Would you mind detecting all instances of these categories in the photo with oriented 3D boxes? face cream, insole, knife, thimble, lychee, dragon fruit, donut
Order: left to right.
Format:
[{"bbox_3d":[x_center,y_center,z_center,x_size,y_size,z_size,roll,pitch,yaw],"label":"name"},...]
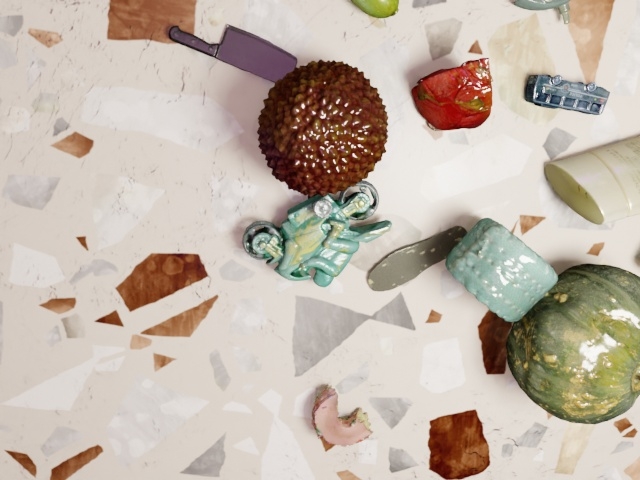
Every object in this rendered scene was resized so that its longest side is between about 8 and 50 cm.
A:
[{"bbox_3d":[-0.166,-0.373,0.925,0.245,0.019,0.072,18,99,-12],"label":"knife"},{"bbox_3d":[-0.004,-0.198,0.857,0.271,0.271,0.271,-1,105,-5],"label":"lychee"},{"bbox_3d":[0.037,0.421,1.127,0.117,0.065,0.166,-39,103,4],"label":"donut"},{"bbox_3d":[0.217,0.040,1.069,0.248,0.011,0.081,-27,108,1],"label":"insole"},{"bbox_3d":[0.263,-0.270,0.922,0.121,0.161,0.127,-23,95,-1],"label":"dragon fruit"},{"bbox_3d":[0.362,0.056,0.984,0.143,0.198,0.235,-49,137,10],"label":"thimble"},{"bbox_3d":[0.671,-0.139,0.995,0.349,0.173,0.081,-17,149,0],"label":"face cream"}]

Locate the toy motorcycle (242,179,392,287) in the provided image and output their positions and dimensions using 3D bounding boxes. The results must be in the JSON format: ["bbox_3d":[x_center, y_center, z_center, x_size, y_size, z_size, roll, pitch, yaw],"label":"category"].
[{"bbox_3d":[0.002,-0.001,0.992,0.296,0.109,0.198,-28,108,4],"label":"toy motorcycle"}]

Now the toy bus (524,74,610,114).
[{"bbox_3d":[0.505,-0.300,0.987,0.166,0.047,0.065,8,108,-8],"label":"toy bus"}]

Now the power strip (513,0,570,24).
[{"bbox_3d":[0.457,-0.547,0.913,0.168,0.054,0.253,-3,104,-3],"label":"power strip"}]

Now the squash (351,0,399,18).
[{"bbox_3d":[0.074,-0.486,0.877,0.095,0.095,0.188,-40,105,6],"label":"squash"}]

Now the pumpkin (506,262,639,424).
[{"bbox_3d":[0.555,0.214,1.010,0.328,0.257,0.291,-38,129,-11],"label":"pumpkin"}]
